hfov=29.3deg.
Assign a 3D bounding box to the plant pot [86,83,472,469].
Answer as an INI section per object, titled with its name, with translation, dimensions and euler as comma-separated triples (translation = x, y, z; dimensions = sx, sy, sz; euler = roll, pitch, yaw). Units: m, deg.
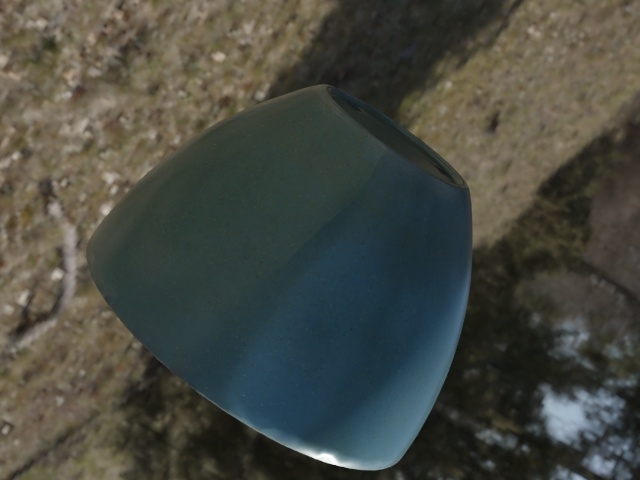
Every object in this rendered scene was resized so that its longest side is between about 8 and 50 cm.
[plant pot]
translation = 0.000, 0.000, 0.917
dimensions = 0.195, 0.290, 0.290
euler = -55, 177, 14
